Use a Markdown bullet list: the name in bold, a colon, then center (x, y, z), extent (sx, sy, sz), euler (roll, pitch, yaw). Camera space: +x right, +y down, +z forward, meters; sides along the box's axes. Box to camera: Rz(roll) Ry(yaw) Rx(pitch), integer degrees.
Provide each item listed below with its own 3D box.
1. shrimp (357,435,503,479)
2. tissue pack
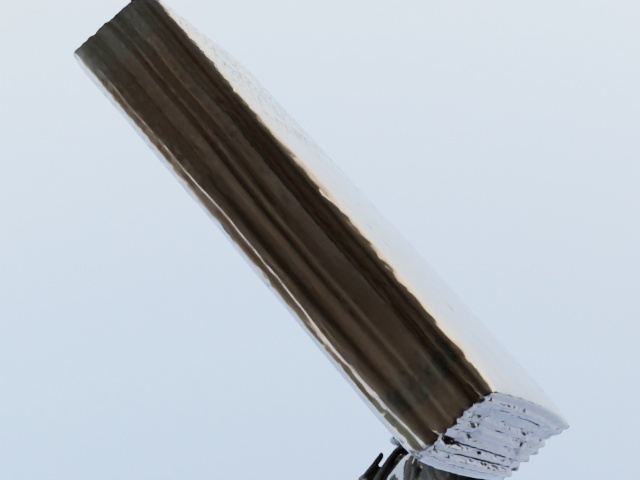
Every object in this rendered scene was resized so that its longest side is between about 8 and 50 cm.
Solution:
- **shrimp**: center (0.084, 0.268, 1.361), extent (0.343, 0.116, 0.145), euler (-51, -170, 40)
- **tissue pack**: center (0.000, 0.000, 0.808), extent (0.071, 0.170, 0.325), euler (-44, -115, 6)
